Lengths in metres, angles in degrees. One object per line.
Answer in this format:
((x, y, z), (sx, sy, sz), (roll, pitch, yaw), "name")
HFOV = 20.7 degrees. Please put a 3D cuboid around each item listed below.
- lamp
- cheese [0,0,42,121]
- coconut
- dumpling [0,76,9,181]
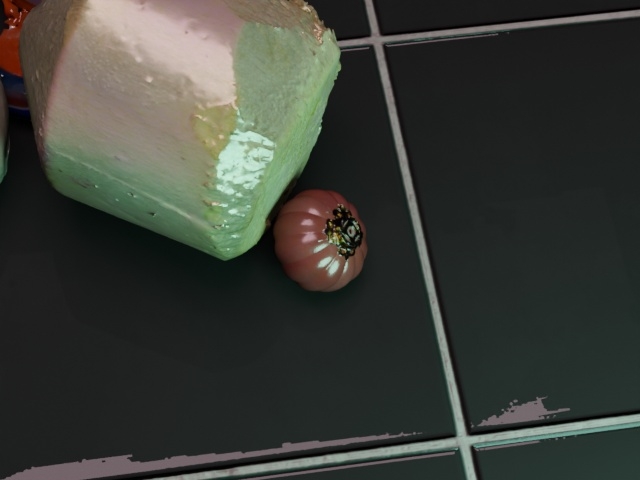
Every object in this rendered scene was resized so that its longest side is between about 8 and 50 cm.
((0.000, 0.000, 1.799), (0.107, 0.092, 0.107), (13, 70, -41), "lamp")
((-0.283, -0.287, 1.937), (0.217, 0.129, 0.329), (14, 78, 12), "cheese")
((-0.158, -0.157, 1.774), (0.309, 0.297, 0.297), (27, 62, 6), "coconut")
((-0.404, -0.109, 1.833), (0.172, 0.142, 0.247), (-19, 42, 22), "dumpling")
